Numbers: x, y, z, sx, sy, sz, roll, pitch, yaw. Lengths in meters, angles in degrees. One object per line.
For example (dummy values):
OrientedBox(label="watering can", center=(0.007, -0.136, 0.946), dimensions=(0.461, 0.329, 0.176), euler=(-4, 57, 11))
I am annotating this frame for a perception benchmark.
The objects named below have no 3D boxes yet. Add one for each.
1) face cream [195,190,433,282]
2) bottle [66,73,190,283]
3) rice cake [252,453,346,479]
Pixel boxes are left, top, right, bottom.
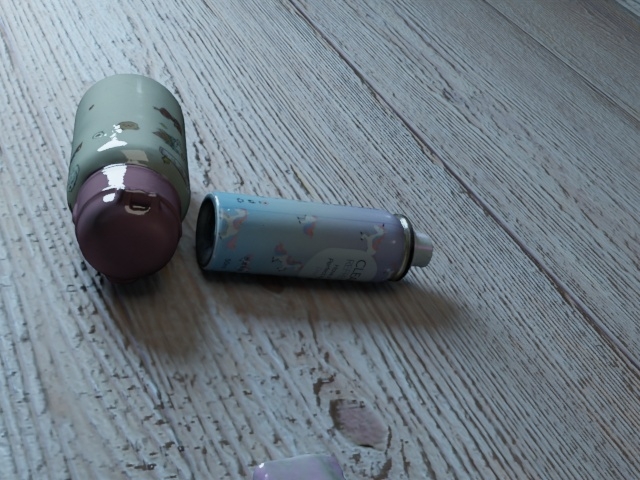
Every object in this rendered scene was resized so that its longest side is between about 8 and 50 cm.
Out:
OrientedBox(label="face cream", center=(0.000, 0.000, 0.919), dimensions=(0.229, 0.075, 0.075), euler=(4, 34, -22))
OrientedBox(label="bottle", center=(-0.174, -0.056, 0.878), dimensions=(0.110, 0.110, 0.233), euler=(9, 33, -17))
OrientedBox(label="rice cake", center=(0.041, 0.258, 0.559), dimensions=(0.072, 0.056, 0.365), euler=(2, 36, -30))
